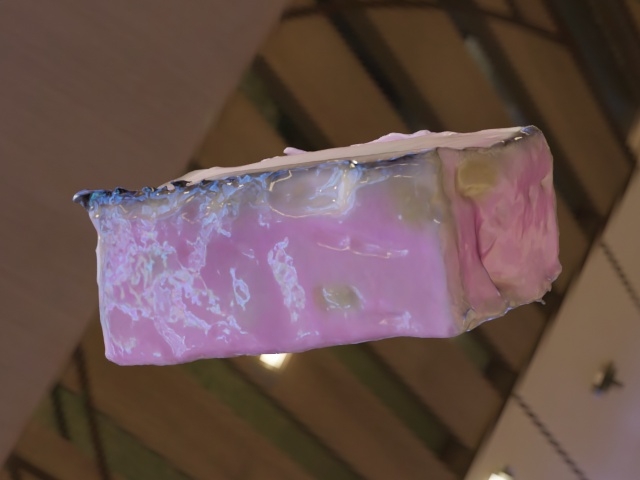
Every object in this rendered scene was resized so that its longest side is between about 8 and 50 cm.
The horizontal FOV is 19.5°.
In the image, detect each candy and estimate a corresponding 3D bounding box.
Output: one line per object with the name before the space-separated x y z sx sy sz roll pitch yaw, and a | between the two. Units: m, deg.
candy | 0.000 0.000 1.128 0.155 0.265 0.115 -16 -83 -59
